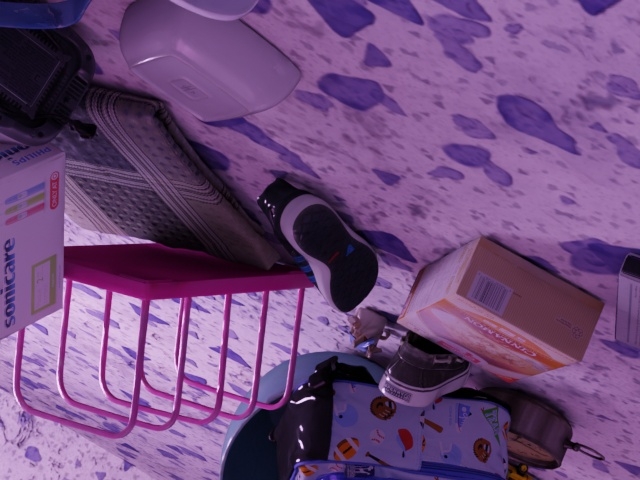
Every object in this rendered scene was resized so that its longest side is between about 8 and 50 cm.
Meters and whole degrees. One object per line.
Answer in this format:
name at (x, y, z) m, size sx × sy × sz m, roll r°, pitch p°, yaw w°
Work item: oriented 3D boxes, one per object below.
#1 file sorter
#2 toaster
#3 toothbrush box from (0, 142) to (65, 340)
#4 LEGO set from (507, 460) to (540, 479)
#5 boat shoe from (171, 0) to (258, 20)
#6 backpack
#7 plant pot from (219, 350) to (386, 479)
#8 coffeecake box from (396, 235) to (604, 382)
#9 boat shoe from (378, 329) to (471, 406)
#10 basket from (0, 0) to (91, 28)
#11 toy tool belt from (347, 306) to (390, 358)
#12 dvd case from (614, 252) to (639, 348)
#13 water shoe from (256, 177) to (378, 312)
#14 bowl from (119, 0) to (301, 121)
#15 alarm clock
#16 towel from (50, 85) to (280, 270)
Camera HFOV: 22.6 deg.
file sorter at (-0.181, 0.110, 1.822) m, size 0.202 × 0.182 × 0.290 m, roll 12°, pitch -171°, yaw 36°
toaster at (-0.319, -0.171, 1.516) m, size 0.227 × 0.129 × 0.146 m, roll 36°, pitch 164°, yaw -28°
toothbrush box at (-0.404, -0.050, 1.685) m, size 0.283 × 0.122 × 0.206 m, roll 33°, pitch 133°, yaw 31°
LEGO set at (0.169, 0.404, 2.347) m, size 0.255 × 0.192 × 0.331 m, roll 32°, pitch 161°, yaw -18°
boat shoe at (-0.146, -0.232, 1.182) m, size 0.228 × 0.080 × 0.076 m, roll 30°, pitch 166°, yaw -7°
backpack at (0.087, 0.259, 1.833) m, size 0.263 × 0.213 × 0.276 m, roll 0°, pitch 162°, yaw -10°
plant pot at (0.005, 0.260, 2.111) m, size 0.290 × 0.290 × 0.195 m, roll 33°, pitch -163°, yaw -21°
coffeecake box at (0.176, 0.073, 1.607) m, size 0.142 × 0.068 × 0.185 m, roll 28°, pitch 163°, yaw -8°
boat shoe at (0.127, 0.123, 1.755) m, size 0.078 × 0.070 × 0.219 m, roll 23°, pitch -165°, yaw 12°
basket at (-0.309, -0.219, 1.290) m, size 0.289 × 0.201 × 0.255 m, roll 3°, pitch 169°, yaw -24°
toy tool belt at (0.053, 0.117, 1.929) m, size 0.052 × 0.051 × 0.083 m, roll 21°, pitch 162°, yaw 16°
dvd case at (0.383, 0.092, 1.441) m, size 0.238 × 0.029 × 0.179 m, roll 21°, pitch 162°, yaw 17°
water shoe at (0.000, 0.000, 1.679) m, size 0.080 × 0.073 × 0.203 m, roll 41°, pitch 169°, yaw 35°
bowl at (-0.103, -0.152, 1.389) m, size 0.142 × 0.053 × 0.142 m, roll 35°, pitch 159°, yaw -28°
alarm clock at (0.259, 0.231, 1.946) m, size 0.192 × 0.064 × 0.129 m, roll 19°, pitch 161°, yaw 30°
towel at (-0.227, -0.087, 1.771) m, size 0.312 × 0.056 × 0.324 m, roll 12°, pitch 155°, yaw 31°
